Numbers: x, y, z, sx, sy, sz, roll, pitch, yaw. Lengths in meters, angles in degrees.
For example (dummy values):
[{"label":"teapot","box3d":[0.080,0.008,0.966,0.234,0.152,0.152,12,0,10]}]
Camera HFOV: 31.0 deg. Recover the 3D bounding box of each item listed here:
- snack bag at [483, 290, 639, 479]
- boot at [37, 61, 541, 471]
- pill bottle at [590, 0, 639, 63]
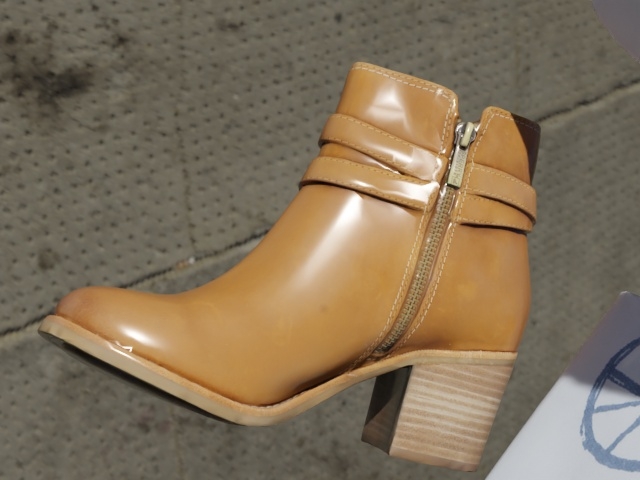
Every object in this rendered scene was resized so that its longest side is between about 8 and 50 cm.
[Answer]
[{"label":"snack bag","box3d":[0.173,0.173,0.482,0.323,0.342,0.037,-51,120,-16]},{"label":"boot","box3d":[0.000,0.000,0.657,0.283,0.109,0.220,15,84,-16]},{"label":"pill bottle","box3d":[0.287,-0.216,0.648,0.318,0.176,0.176,-40,129,-31]}]
